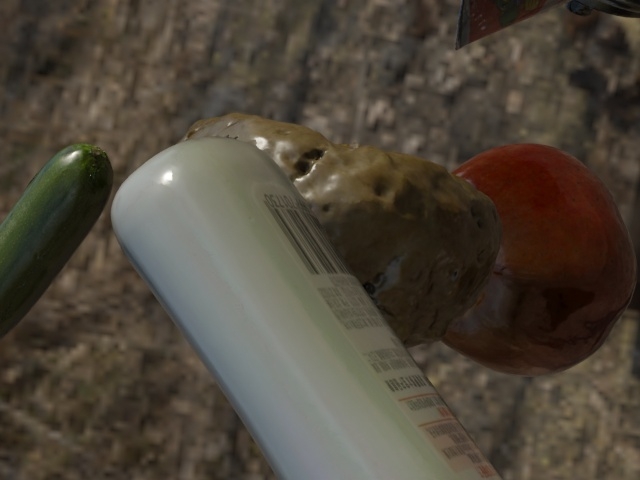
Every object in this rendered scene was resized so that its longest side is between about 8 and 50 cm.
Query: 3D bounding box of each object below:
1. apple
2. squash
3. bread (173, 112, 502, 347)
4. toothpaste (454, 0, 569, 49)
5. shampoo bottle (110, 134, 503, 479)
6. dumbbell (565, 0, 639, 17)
[{"bbox_3d":[0.190,0.024,1.831,0.234,0.234,0.234,-34,51,58],"label":"apple"},{"bbox_3d":[-0.319,0.031,1.950,0.331,0.087,0.087,-51,33,15],"label":"squash"},{"bbox_3d":[0.000,0.000,1.206,0.230,0.230,0.123,9,83,66],"label":"bread"},{"bbox_3d":[0.141,-0.185,1.260,0.057,0.234,0.089,14,109,28],"label":"toothpaste"},{"bbox_3d":[0.021,0.070,0.547,0.051,0.108,0.221,-36,76,6],"label":"shampoo bottle"},{"bbox_3d":[0.301,-0.325,1.738,0.192,0.192,0.290,-108,34,-45],"label":"dumbbell"}]
